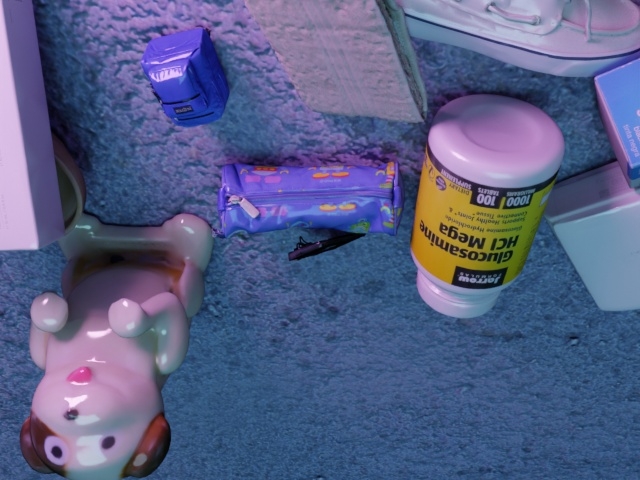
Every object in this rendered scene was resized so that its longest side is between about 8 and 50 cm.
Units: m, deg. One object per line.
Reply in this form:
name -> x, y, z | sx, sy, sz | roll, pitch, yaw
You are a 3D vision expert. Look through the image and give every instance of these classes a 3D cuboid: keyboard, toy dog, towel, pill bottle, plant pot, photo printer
keyboard -> 0.000, 0.000, 1.119 | 0.100, 0.038, 0.192 | -24, 174, 24
toy dog -> -0.358, 0.197, 1.131 | 0.284, 0.408, 0.396 | 9, 134, -7
towel -> 0.022, -0.247, 0.850 | 0.187, 0.049, 0.282 | 12, 159, 26
pill bottle -> 0.239, -0.037, 1.035 | 0.187, 0.188, 0.334 | 2, 135, 0
plant pot -> -0.473, -0.112, 1.036 | 0.237, 0.110, 0.237 | 0, 134, 0
photo printer -> 0.541, -0.001, 1.113 | 0.256, 0.107, 0.307 | -20, 132, 28

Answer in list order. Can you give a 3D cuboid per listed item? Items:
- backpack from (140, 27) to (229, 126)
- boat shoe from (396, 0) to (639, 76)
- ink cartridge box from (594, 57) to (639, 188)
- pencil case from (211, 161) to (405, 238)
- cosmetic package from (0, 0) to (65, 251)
backpack -> -0.187, -0.214, 0.935 | 0.097, 0.101, 0.120 | -5, 139, 15
boat shoe -> 0.243, -0.311, 0.795 | 0.366, 0.136, 0.156 | 13, 151, -2
ink cartridge box -> 0.525, -0.189, 0.848 | 0.307, 0.129, 0.223 | -22, 168, 22
pencil case -> -0.018, -0.064, 1.060 | 0.305, 0.133, 0.120 | -1, 95, 1
cosmetic package -> -0.506, -0.172, 0.864 | 0.284, 0.097, 0.378 | -2, 103, 2
